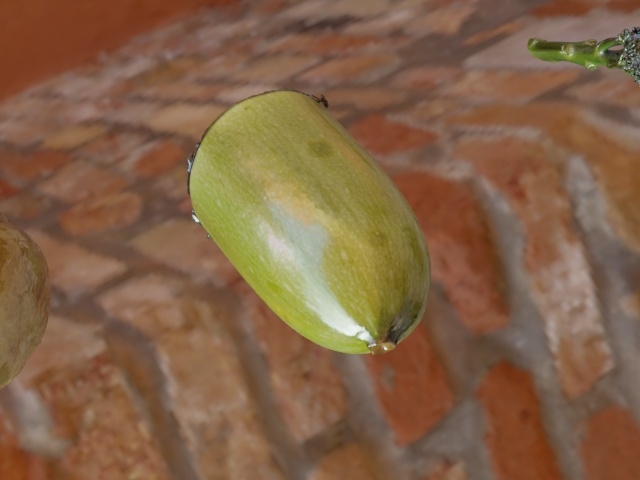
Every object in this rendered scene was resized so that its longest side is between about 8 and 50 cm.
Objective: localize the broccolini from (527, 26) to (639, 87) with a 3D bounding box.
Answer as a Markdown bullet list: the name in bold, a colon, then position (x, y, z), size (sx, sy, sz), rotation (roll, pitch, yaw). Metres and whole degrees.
- **broccolini**: position (0.279, -0.196, 1.805), size (0.216, 0.058, 0.067), rotation (18, 108, 54)

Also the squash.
- **squash**: position (0.000, 0.000, 1.094), size (0.186, 0.123, 0.123), rotation (52, 153, 43)

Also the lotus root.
- **lotus root**: position (-0.261, 0.031, 1.171), size (0.154, 0.140, 0.257), rotation (34, 164, 5)
